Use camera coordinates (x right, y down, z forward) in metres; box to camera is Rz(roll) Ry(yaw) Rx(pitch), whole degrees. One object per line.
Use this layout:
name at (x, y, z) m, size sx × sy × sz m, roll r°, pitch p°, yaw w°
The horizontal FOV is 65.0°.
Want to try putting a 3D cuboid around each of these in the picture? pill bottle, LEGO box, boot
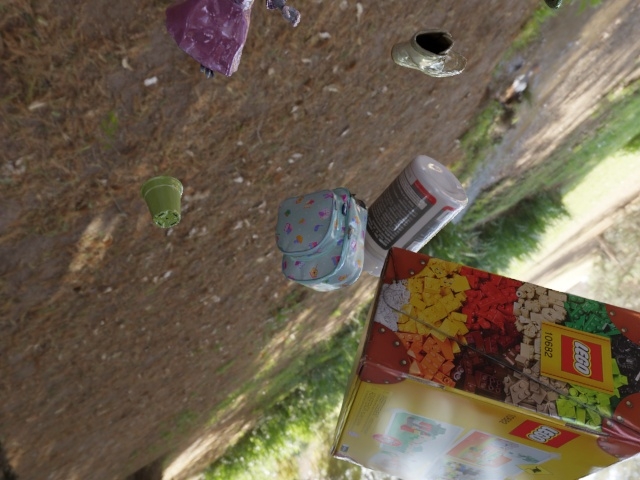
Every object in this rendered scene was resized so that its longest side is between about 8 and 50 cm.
pill bottle at (0.197, -0.052, 1.208) m, size 0.161 × 0.161 × 0.283 m, roll -11°, pitch 150°, yaw -51°
LEGO box at (0.234, 0.269, 0.857) m, size 0.500 × 0.372 × 0.193 m, roll 97°, pitch 10°, yaw -54°
boot at (0.308, -0.484, 1.298) m, size 0.213 × 0.077 × 0.165 m, roll 7°, pitch -175°, yaw -14°

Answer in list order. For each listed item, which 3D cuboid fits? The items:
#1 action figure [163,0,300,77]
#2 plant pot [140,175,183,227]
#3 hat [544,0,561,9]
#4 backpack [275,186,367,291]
action figure at (-0.182, -0.558, 1.131) m, size 0.248 × 0.276 × 0.370 m, roll 31°, pitch 127°, yaw -24°
plant pot at (-0.308, -0.070, 0.989) m, size 0.083 × 0.079 × 0.083 m, roll -14°, pitch 146°, yaw -10°
hat at (0.530, -0.575, 0.963) m, size 0.183 × 0.173 × 0.208 m, roll -13°, pitch 147°, yaw 13°
backpack at (0.000, 0.000, 0.974) m, size 0.165 × 0.189 × 0.144 m, roll -9°, pitch 162°, yaw 31°
